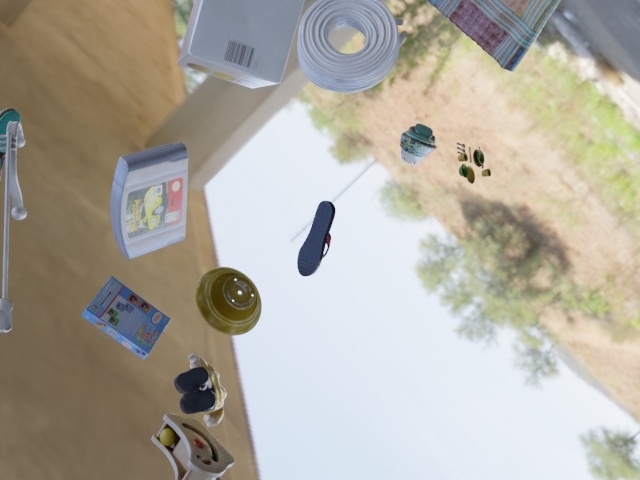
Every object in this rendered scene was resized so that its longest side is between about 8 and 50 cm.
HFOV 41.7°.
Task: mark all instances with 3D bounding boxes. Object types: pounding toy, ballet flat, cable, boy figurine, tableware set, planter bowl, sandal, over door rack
[{"bbox_3d":[-0.305,0.544,1.955,0.269,0.154,0.154,38,-167,31],"label":"pounding toy"},{"bbox_3d":[0.175,-0.168,1.524,0.070,0.070,0.188,47,-161,1],"label":"ballet flat"},{"bbox_3d":[0.069,-0.491,2.082,0.257,0.257,0.089,19,165,6],"label":"cable"},{"bbox_3d":[-0.764,-0.204,1.944,0.079,0.221,0.077,7,169,35],"label":"ballet flat"},{"bbox_3d":[-0.281,0.358,2.005,0.285,0.092,0.177,100,153,-78],"label":"boy figurine"},{"bbox_3d":[0.398,-0.195,2.171,0.154,0.024,0.103,12,-107,-52],"label":"tableware set"},{"bbox_3d":[-0.258,0.168,2.516,0.217,0.217,0.090,47,-154,2],"label":"planter bowl"},{"bbox_3d":[0.000,0.000,1.824,0.040,0.179,0.067,5,-159,-47],"label":"sandal"},{"bbox_3d":[-0.551,-0.014,1.187,0.108,0.240,0.324,111,157,-67],"label":"over door rack"}]

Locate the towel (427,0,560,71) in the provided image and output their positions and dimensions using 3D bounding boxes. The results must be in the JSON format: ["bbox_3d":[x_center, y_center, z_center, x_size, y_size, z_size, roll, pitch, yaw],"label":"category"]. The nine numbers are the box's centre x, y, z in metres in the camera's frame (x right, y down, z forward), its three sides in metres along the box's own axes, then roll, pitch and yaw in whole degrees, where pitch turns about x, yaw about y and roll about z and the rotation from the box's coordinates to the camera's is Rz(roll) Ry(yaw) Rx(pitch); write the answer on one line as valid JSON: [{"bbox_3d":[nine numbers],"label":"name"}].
[{"bbox_3d":[0.332,-0.515,1.432,0.040,0.370,0.271,-13,-127,-44],"label":"towel"}]

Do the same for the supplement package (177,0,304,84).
[{"bbox_3d":[-0.127,-0.314,1.263,0.139,0.133,0.244,16,-176,-15],"label":"supplement package"}]

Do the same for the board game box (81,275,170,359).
[{"bbox_3d":[-0.544,0.216,2.368,0.212,0.039,0.160,37,-145,-9],"label":"board game box"}]

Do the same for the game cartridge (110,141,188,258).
[{"bbox_3d":[-0.427,-0.093,2.097,0.196,0.294,0.060,-19,-135,-32],"label":"game cartridge"}]
